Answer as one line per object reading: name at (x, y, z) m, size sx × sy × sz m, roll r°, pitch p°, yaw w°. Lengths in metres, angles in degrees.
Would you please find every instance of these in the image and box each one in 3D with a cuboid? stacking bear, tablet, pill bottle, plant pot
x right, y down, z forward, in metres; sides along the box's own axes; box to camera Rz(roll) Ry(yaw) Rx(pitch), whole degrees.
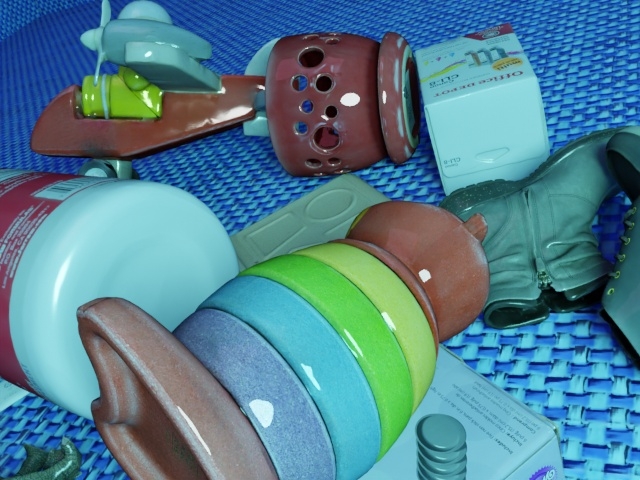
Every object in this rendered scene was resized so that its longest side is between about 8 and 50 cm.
stacking bear at (0.008, 0.066, 0.480) m, size 0.164 × 0.175 × 0.289 m, roll 41°, pitch 53°, yaw 22°
tablet at (-0.357, 0.172, 0.798) m, size 0.083 × 0.006 × 0.054 m, roll -33°, pitch 34°, yaw -17°
pill bottle at (-0.303, 0.039, 0.753) m, size 0.407 × 0.229 × 0.229 m, roll 8°, pitch 43°, yaw 39°
plant pot at (0.039, -0.182, 0.916) m, size 0.174 × 0.191 × 0.191 m, roll -2°, pitch 37°, yaw 17°

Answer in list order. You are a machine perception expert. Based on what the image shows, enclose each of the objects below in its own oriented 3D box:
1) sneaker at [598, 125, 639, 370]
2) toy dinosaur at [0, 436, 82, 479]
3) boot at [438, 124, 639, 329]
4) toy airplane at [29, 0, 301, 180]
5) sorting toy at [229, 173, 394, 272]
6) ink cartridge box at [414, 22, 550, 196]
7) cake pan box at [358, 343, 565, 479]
sneaker at (0.260, 0.000, 0.560) m, size 0.118 × 0.083 × 0.222 m, roll -29°, pitch 44°, yaw 12°
toy dinosaur at (-0.280, 0.240, 0.581) m, size 0.313 × 0.121 × 0.160 m, roll 6°, pitch 53°, yaw 30°
boot at (0.245, -0.007, 0.656) m, size 0.246 × 0.083 × 0.161 m, roll -22°, pitch 45°, yaw -1°
toy airplane at (-0.212, -0.241, 1.048) m, size 0.384 × 0.272 × 0.386 m, roll -21°, pitch 3°, yaw -42°
sorting toy at (0.000, 0.000, 0.814) m, size 0.208 × 0.038 × 0.193 m, roll -26°, pitch 32°, yaw -14°
ink cartridge box at (0.194, -0.161, 0.841) m, size 0.128 × 0.127 × 0.176 m, roll -14°, pitch 34°, yaw 13°
cake pan box at (0.003, 0.166, 0.536) m, size 0.245 × 0.070 × 0.267 m, roll -32°, pitch 34°, yaw -19°
